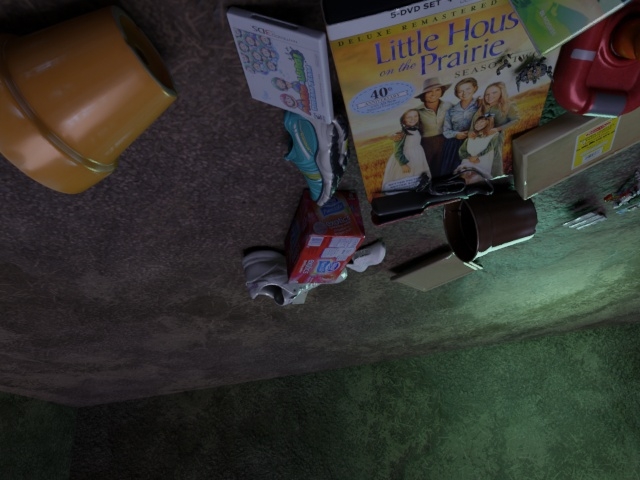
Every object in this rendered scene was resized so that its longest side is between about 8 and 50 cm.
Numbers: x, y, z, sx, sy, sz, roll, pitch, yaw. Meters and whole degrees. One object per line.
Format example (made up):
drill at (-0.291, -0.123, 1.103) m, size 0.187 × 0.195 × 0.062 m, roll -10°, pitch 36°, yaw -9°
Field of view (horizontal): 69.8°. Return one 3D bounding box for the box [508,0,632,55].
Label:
box at (0.295, -0.359, 0.404) m, size 0.322 × 0.232 × 0.058 m, roll -29°, pitch -175°, yaw 35°

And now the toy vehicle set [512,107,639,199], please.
toy vehicle set at (0.467, -0.181, 0.795) m, size 0.267 × 0.035 × 0.166 m, roll -28°, pitch 150°, yaw 10°

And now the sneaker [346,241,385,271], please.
sneaker at (0.124, 0.047, 1.287) m, size 0.061 × 0.053 × 0.152 m, roll 13°, pitch 146°, yaw -30°

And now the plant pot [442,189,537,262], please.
plant pot at (0.403, -0.046, 1.089) m, size 0.165 × 0.166 × 0.167 m, roll -13°, pitch 153°, yaw -9°

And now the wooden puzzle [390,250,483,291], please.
wooden puzzle at (0.369, 0.096, 1.461) m, size 0.221 × 0.044 × 0.239 m, roll -29°, pitch 150°, yaw 34°

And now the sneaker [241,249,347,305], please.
sneaker at (-0.065, 0.113, 1.259) m, size 0.305 × 0.152 × 0.114 m, roll 5°, pitch 148°, yaw -25°

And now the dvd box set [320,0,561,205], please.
dvd box set at (0.193, -0.215, 0.716) m, size 0.308 × 0.062 × 0.420 m, roll -12°, pitch 151°, yaw 7°

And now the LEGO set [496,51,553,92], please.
LEGO set at (0.280, -0.234, 0.625) m, size 0.083 × 0.023 × 0.054 m, roll 25°, pitch 136°, yaw -26°

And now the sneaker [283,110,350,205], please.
sneaker at (-0.008, -0.158, 0.851) m, size 0.110 × 0.107 × 0.275 m, roll 22°, pitch 160°, yaw 11°

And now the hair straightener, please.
hair straightener at (0.206, -0.082, 0.846) m, size 0.231 × 0.047 × 0.089 m, roll -10°, pitch 152°, yaw 2°

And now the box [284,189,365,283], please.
box at (0.000, 0.000, 1.092) m, size 0.128 × 0.122 × 0.256 m, roll 1°, pitch 151°, yaw -15°

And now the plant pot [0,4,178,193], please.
plant pot at (-0.301, -0.195, 0.598) m, size 0.188 × 0.205 × 0.205 m, roll -29°, pitch 149°, yaw 6°

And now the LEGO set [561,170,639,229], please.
LEGO set at (0.773, -0.102, 1.208) m, size 0.183 × 0.060 × 0.244 m, roll 4°, pitch 154°, yaw -46°

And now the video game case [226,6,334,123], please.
video game case at (-0.052, -0.243, 0.654) m, size 0.143 × 0.019 × 0.157 m, roll 23°, pitch 158°, yaw 17°

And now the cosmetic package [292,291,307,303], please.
cosmetic package at (-0.066, 0.150, 1.425) m, size 0.041 × 0.060 × 0.115 m, roll -3°, pitch 153°, yaw -12°

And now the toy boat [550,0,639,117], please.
toy boat at (0.423, -0.270, 0.608) m, size 0.151 × 0.151 × 0.230 m, roll 3°, pitch 120°, yaw -7°
